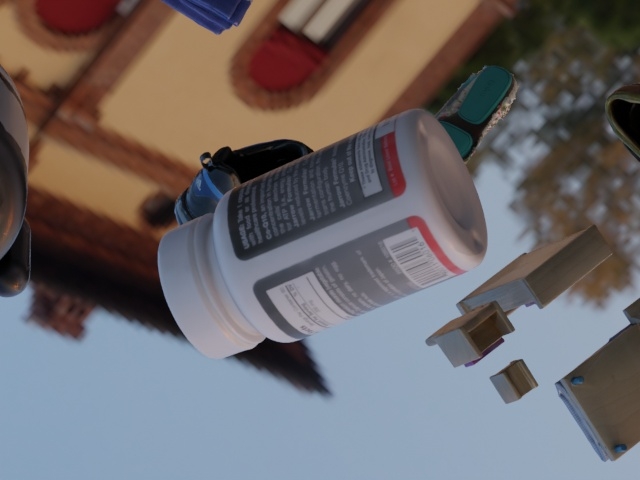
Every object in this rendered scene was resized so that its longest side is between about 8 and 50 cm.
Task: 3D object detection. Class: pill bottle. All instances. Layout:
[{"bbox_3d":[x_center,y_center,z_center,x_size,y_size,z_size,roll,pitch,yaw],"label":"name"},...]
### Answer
[{"bbox_3d":[0.000,0.000,1.813,0.161,0.283,0.161,52,-155,-36],"label":"pill bottle"}]

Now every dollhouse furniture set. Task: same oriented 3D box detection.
[{"bbox_3d":[0.321,0.182,2.560,0.286,0.198,0.303,-35,-87,-25],"label":"dollhouse furniture set"}]

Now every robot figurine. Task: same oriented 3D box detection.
[{"bbox_3d":[-0.317,-0.065,1.533,0.173,0.209,0.278,2,-157,-9],"label":"robot figurine"}]

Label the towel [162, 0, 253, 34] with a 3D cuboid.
[{"bbox_3d":[-0.139,-0.409,2.141,0.243,0.040,0.336,29,-119,-7],"label":"towel"}]

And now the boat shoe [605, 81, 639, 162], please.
[{"bbox_3d":[0.390,-0.055,1.822,0.104,0.111,0.307,2,-155,-42],"label":"boat shoe"}]

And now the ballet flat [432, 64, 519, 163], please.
[{"bbox_3d":[0.178,-0.135,2.512,0.091,0.241,0.077,37,152,22],"label":"ballet flat"}]

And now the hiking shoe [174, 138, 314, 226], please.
[{"bbox_3d":[-0.017,-0.059,2.270,0.304,0.132,0.113,-9,-121,-32],"label":"hiking shoe"}]
